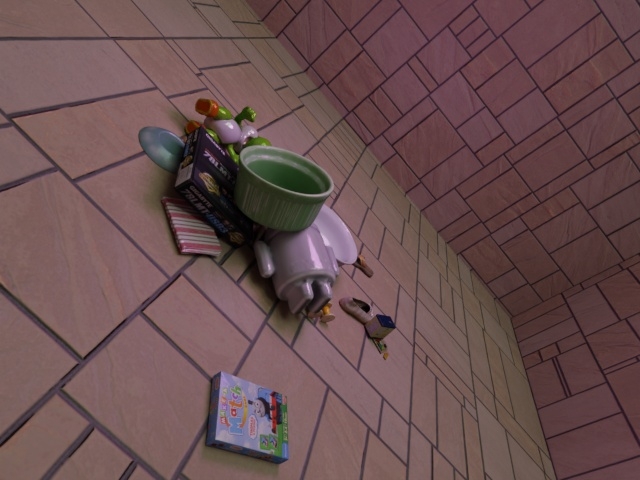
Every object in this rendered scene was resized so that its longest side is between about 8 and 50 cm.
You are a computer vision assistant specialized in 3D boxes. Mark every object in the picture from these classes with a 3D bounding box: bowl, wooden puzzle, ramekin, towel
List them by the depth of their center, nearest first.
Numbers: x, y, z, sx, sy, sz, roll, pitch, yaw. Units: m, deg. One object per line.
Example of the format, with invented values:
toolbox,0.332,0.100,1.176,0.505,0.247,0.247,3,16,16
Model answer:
towel,-0.376,-0.040,1.259,0.144,0.029,0.197,11,45,-55
ramekin,-0.124,-0.161,1.357,0.304,0.148,0.303,18,31,-11
bowl,0.000,0.000,1.702,0.298,0.134,0.297,39,28,-26
wooden puzzle,0.240,0.411,1.723,0.116,0.014,0.079,57,26,9

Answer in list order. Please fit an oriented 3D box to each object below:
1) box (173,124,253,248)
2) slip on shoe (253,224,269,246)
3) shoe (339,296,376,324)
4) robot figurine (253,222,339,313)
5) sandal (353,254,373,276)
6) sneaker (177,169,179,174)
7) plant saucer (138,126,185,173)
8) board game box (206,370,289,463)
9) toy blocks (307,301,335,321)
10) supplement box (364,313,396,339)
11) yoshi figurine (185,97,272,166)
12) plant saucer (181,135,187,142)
box,-0.320,-0.170,1.376,0.295,0.074,0.293,51,24,-40
slip on shoe,-0.210,-0.018,1.490,0.041,0.051,0.135,9,41,10
shoe,0.168,0.279,1.716,0.219,0.058,0.076,33,32,-35
robot figurine,-0.073,0.064,1.425,0.300,0.199,0.353,6,50,-36
sandal,0.191,0.100,1.989,0.180,0.049,0.072,41,28,-24
sneaker,-0.411,-0.225,1.392,0.061,0.054,0.152,66,20,3
plant saucer,-0.483,-0.300,1.390,0.195,0.037,0.194,38,30,-27
board game box,-0.165,0.417,1.019,0.212,0.039,0.160,33,32,-33
toy blocks,-0.011,0.203,1.521,0.123,0.054,0.148,28,35,-42
supplement box,0.233,0.340,1.703,0.083,0.083,0.056,18,35,-39
yoshi figurine,-0.307,-0.387,1.639,0.362,0.204,0.202,14,61,-56
plant saucer,-0.440,-0.323,1.476,0.083,0.015,0.083,55,0,0
